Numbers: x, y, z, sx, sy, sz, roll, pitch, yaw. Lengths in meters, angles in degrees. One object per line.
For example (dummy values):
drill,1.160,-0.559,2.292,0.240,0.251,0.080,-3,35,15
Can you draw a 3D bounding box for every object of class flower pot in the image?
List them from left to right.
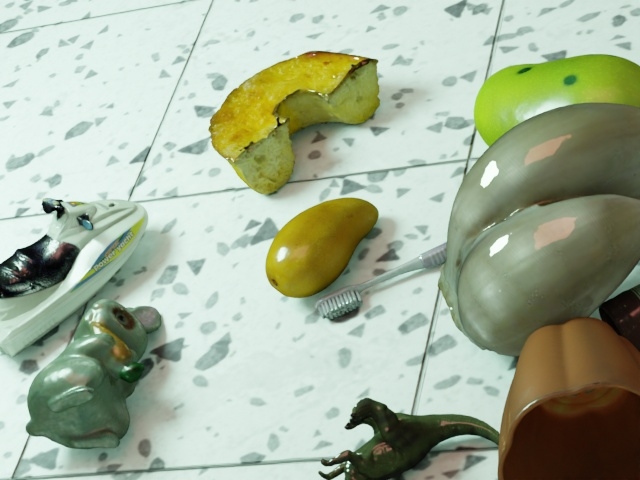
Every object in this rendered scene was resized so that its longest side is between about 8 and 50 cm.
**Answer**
flower pot,0.269,0.174,1.776,0.191,0.190,0.173,-14,29,12

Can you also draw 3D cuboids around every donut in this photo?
donut,-0.048,-0.177,2.412,0.259,0.101,0.152,-38,39,-17

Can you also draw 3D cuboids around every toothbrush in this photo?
toothbrush,0.158,0.016,2.135,0.354,0.024,0.029,-24,43,0

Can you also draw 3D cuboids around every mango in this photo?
mango,0.000,0.000,2.191,0.102,0.085,0.184,11,43,35
mango,0.301,-0.158,2.180,0.175,0.143,0.293,-40,31,-23

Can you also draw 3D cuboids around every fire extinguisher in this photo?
fire extinguisher,0.426,0.061,1.911,0.231,0.071,0.099,-25,65,-4

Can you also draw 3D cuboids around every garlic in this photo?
garlic,0.296,-0.008,1.919,0.340,0.246,0.231,-24,42,-3

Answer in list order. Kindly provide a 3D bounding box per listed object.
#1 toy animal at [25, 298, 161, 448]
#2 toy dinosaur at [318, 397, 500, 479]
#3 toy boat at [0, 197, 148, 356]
toy animal,-0.268,0.139,2.146,0.127,0.125,0.251,15,39,2
toy dinosaur,0.094,0.254,1.892,0.179,0.087,0.187,34,77,8
toy boat,-0.353,0.026,2.312,0.269,0.141,0.141,-49,42,-9
